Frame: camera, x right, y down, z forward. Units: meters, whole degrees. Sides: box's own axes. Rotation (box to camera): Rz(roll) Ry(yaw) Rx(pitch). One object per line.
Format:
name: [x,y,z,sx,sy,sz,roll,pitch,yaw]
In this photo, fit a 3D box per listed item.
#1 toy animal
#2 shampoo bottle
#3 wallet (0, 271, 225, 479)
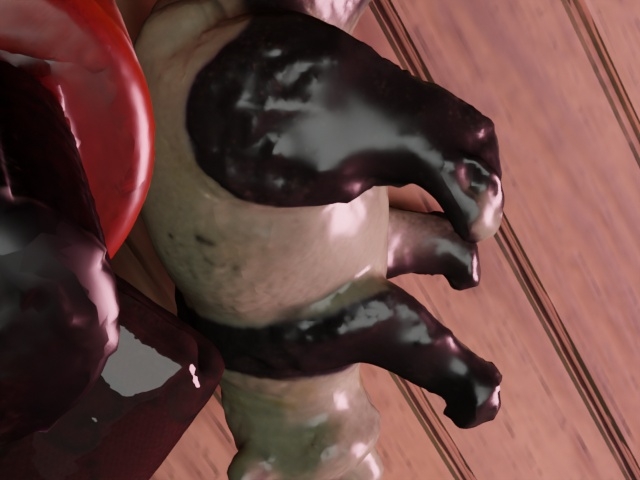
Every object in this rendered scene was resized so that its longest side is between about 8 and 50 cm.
toy animal: [0.000,0.000,0.633,0.121,0.094,0.225,-8,131,0]
shampoo bottle: [-0.102,-0.045,0.465,0.104,0.278,0.104,-7,119,-13]
wallet: [-0.166,0.077,0.620,0.182,0.049,0.229,35,106,-5]
